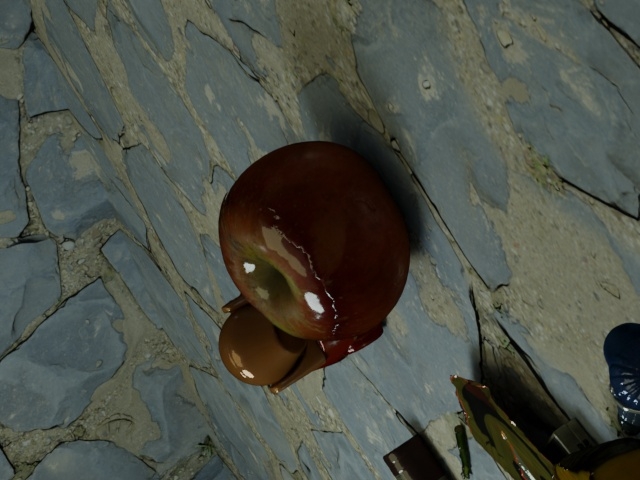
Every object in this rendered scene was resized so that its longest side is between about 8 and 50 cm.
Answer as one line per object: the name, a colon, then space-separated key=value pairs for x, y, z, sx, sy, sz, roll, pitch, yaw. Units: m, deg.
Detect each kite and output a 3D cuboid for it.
kite: x=0.277 y=0.306 z=1.766 sx=0.328 sy=0.013 sz=0.377 roll=56 pitch=170 yaw=-11

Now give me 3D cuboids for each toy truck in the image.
toy truck: x=-0.057 y=0.125 z=2.051 sx=0.189 sy=0.239 sz=0.265 roll=60 pitch=163 yaw=-3

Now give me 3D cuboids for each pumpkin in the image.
pumpkin: x=0.322 y=0.262 z=1.482 sx=0.163 sy=0.111 sz=0.278 roll=43 pitch=167 yaw=51

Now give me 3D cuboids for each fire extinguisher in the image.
fire extinguisher: x=0.193 y=0.417 z=2.163 sx=0.231 sy=0.071 sz=0.099 roll=55 pitch=-170 yaw=6

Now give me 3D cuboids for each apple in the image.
apple: x=0.000 y=0.000 z=1.759 sx=0.251 sy=0.206 sz=0.272 roll=11 pitch=134 yaw=53

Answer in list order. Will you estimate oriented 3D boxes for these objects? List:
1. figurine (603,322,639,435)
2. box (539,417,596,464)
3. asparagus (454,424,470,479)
figurine: x=0.317 y=0.146 z=1.349 sx=0.086 sy=0.087 sz=0.149 roll=11 pitch=145 yaw=15
box: x=0.307 y=0.262 z=1.629 sx=0.079 sy=0.035 sz=0.083 roll=52 pitch=162 yaw=19
asparagus: x=0.210 y=0.315 z=2.014 sx=0.018 sy=0.015 sz=0.127 roll=55 pitch=164 yaw=43
